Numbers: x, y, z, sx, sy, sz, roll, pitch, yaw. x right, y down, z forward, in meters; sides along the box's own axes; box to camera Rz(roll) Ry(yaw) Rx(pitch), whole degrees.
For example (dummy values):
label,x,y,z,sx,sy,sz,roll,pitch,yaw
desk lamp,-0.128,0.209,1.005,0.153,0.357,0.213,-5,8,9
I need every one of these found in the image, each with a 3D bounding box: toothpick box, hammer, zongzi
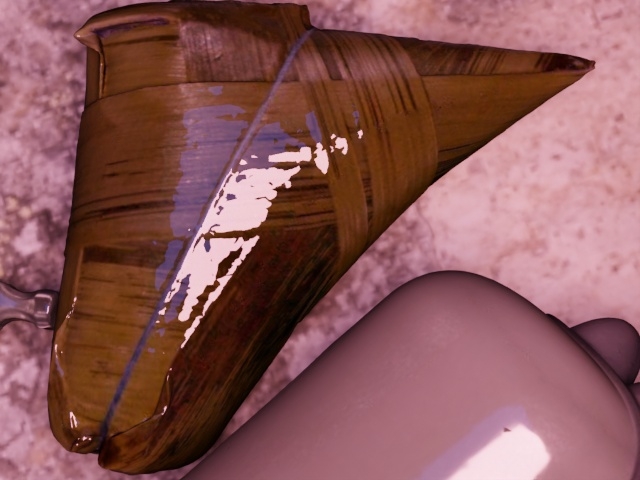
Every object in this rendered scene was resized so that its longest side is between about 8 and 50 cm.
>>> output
label,x,y,z,sx,sy,sz,roll,pitch,yaw
toothpick box,0.053,0.157,0.734,0.316,0.229,0.229,-42,76,-1
hammer,-0.231,0.146,0.883,0.103,0.029,0.246,7,82,10
zongzi,0.000,0.000,0.820,0.300,0.138,0.286,4,82,8
